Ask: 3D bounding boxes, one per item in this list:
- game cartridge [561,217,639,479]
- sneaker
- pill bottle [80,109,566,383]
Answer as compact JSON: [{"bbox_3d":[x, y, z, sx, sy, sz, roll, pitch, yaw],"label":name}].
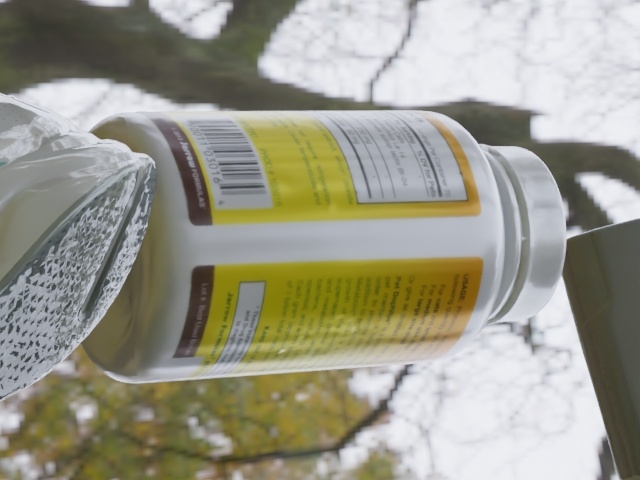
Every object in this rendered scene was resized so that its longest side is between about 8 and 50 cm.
[{"bbox_3d":[0.319,0.058,1.280,0.060,0.294,0.196,69,6,-76],"label":"game cartridge"},{"bbox_3d":[-0.095,0.021,0.332,0.061,0.152,0.053,32,-42,15],"label":"sneaker"},{"bbox_3d":[0.000,0.000,0.883,0.117,0.215,0.117,6,-83,61],"label":"pill bottle"}]
